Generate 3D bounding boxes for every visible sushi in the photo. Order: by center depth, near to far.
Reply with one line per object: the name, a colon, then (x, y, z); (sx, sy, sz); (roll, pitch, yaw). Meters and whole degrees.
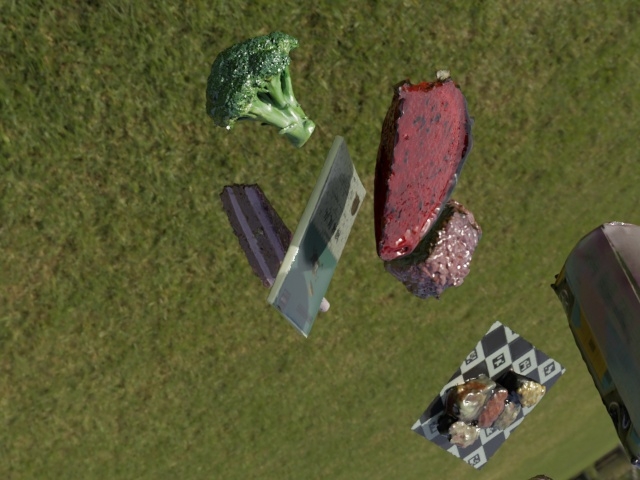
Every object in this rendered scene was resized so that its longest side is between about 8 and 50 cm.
sushi: (0.365, 0.339, 1.363); (0.292, 0.059, 0.294); (36, 93, -36)
sushi: (0.295, 0.011, 1.770); (0.171, 0.237, 0.270); (40, 71, -25)

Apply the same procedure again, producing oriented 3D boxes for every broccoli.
broccoli: (-0.126, -0.311, 1.466); (0.269, 0.268, 0.254); (-6, 163, -40)

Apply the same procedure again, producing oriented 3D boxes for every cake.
cake: (-0.140, -0.026, 1.631); (0.116, 0.112, 0.295); (-7, 129, 25)

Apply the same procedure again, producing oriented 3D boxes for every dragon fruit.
dragon fruit: (0.181, -0.148, 1.254); (0.282, 0.100, 0.343); (-18, 123, -41)

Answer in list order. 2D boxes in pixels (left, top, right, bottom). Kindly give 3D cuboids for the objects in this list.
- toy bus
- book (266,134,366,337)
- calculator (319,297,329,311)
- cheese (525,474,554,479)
toy bus: (0.473, 0.125, 0.943); (0.171, 0.386, 0.162); (8, 127, -9)
book: (0.000, 0.000, 1.419); (0.264, 0.031, 0.379); (56, 53, -64)
calculator: (-0.047, 0.148, 1.802); (0.100, 0.175, 0.032); (47, 67, -32)
cheese: (0.643, 0.761, 1.930); (0.286, 0.074, 0.188); (-26, -153, 58)
